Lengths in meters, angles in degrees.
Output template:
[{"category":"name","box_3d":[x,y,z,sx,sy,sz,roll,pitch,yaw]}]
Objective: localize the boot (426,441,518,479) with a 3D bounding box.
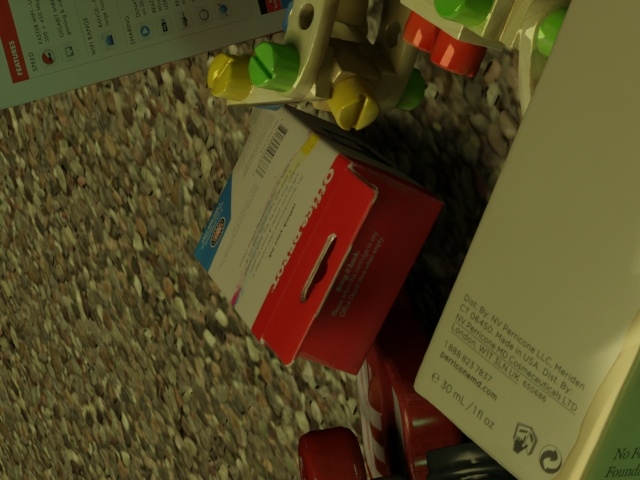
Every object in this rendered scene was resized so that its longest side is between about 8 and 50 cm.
[{"category":"boot","box_3d":[0.170,0.208,0.866,0.094,0.246,0.207,149,126,-65]}]

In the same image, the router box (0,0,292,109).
[{"category":"router box","box_3d":[-0.172,-0.278,1.166,0.082,0.301,0.335,3,109,59]}]

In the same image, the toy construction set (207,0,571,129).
[{"category":"toy construction set","box_3d":[0.075,-0.117,0.993,0.327,0.151,0.215,34,111,36]}]

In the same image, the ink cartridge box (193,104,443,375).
[{"category":"ink cartridge box","box_3d":[0.000,0.000,1.154,0.134,0.078,0.231,-64,25,10]}]

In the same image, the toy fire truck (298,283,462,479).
[{"category":"toy fire truck","box_3d":[0.073,0.194,1.211,0.254,0.169,0.302,-110,11,-67]}]

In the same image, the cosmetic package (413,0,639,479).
[{"category":"cosmetic package","box_3d":[0.179,-0.040,0.746,0.113,0.160,0.309,40,117,42]}]
